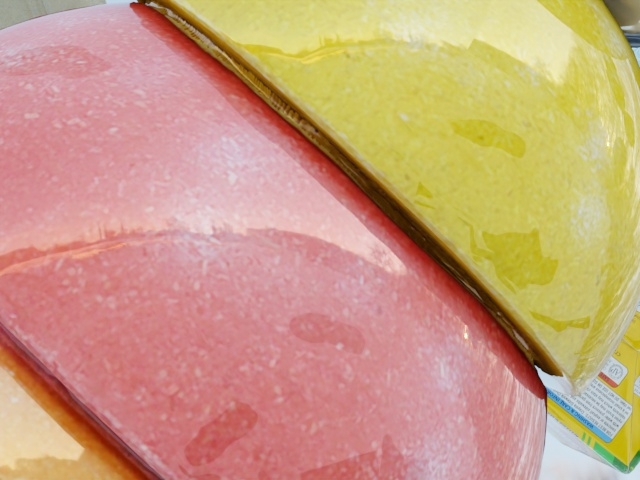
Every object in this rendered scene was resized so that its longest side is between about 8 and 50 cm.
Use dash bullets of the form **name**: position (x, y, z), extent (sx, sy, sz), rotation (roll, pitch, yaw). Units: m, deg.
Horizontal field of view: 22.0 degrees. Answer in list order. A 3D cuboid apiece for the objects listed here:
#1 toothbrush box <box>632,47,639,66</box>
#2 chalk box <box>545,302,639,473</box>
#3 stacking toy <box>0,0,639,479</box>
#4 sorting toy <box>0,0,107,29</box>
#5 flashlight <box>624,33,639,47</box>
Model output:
- **toothbrush box**: position (0.309, -0.069, 1.292), extent (0.295, 0.126, 0.216), rotation (-44, -56, 9)
- **chalk box**: position (0.171, 0.060, 1.137), extent (0.132, 0.213, 0.132), rotation (37, -95, -3)
- **stacking toy**: position (0.000, 0.000, 0.569), extent (0.480, 0.350, 0.350), rotation (-45, -49, -5)
- **sorting toy**: position (-0.208, -0.030, 1.040), extent (0.229, 0.041, 0.307), rotation (-14, -78, 17)
- **flashlight**: position (0.083, -0.162, 1.077), extent (0.304, 0.103, 0.103), rotation (1, -13, -29)
